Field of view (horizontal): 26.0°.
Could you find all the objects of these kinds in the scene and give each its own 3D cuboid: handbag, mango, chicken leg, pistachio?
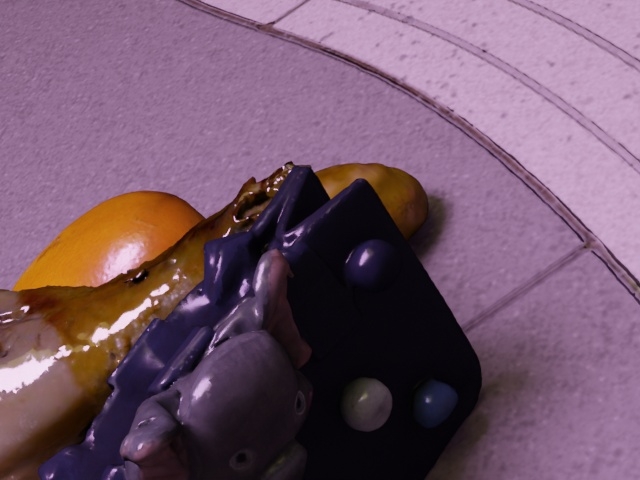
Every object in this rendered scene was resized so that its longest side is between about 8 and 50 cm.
[{"bbox_3d":[-0.040,0.132,0.861,0.118,0.269,0.326,15,61,40],"label":"handbag"},{"bbox_3d":[-0.183,0.040,1.173,0.219,0.112,0.145,-28,40,26],"label":"mango"},{"bbox_3d":[-0.160,0.086,1.025,0.429,0.152,0.201,-33,58,15],"label":"chicken leg"},{"bbox_3d":[-0.002,0.000,1.088,0.189,0.110,0.100,-42,73,-9],"label":"pistachio"}]
